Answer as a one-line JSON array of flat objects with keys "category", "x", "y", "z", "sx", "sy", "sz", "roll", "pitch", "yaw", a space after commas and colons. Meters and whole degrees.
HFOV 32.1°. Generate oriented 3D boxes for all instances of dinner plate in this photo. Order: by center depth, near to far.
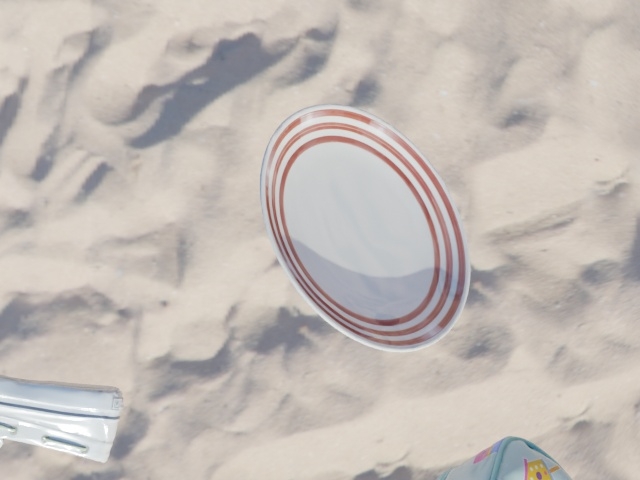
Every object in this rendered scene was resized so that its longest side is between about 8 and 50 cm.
[{"category": "dinner plate", "x": 0.023, "y": -0.007, "z": 0.588, "sx": 0.017, "sy": 0.141, "sz": 0.141, "roll": -30, "pitch": 78, "yaw": 45}]

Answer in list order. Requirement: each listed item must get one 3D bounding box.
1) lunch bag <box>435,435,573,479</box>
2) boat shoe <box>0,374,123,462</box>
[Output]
[{"category": "lunch bag", "x": 0.175, "y": 0.313, "z": 0.896, "sx": 0.279, "sy": 0.224, "sz": 0.108, "roll": 48, "pitch": 129, "yaw": -9}, {"category": "boat shoe", "x": -0.293, "y": 0.157, "z": 0.990, "sx": 0.226, "sy": 0.083, "sz": 0.075, "roll": 8, "pitch": 85, "yaw": -6}]
